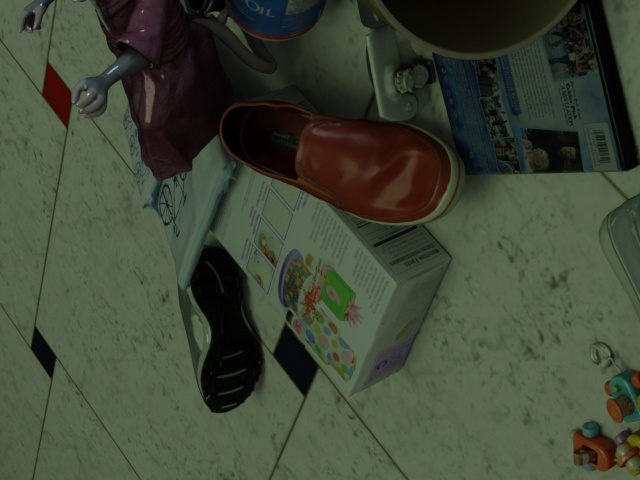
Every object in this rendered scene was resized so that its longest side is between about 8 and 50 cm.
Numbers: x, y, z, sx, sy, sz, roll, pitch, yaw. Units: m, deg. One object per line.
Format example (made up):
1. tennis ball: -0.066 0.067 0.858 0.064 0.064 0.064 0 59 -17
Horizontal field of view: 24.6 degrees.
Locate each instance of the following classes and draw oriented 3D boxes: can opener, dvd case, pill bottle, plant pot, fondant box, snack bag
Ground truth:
1. can opener: 0.065 -0.265 1.631 0.093 0.074 0.280 18 124 51
2. dvd case: 0.215 -0.157 1.530 0.253 0.022 0.180 2 111 55
3. pill bottle: -0.042 -0.327 1.653 0.124 0.124 0.221 57 163 14
4. plant pot: 0.097 -0.323 1.426 0.274 0.256 0.257 -145 41 -63
5. fondant box: 0.000 0.000 1.878 0.330 0.096 0.238 50 144 26
6. snack bag: -0.207 -0.139 2.051 0.323 0.037 0.343 116 142 -52

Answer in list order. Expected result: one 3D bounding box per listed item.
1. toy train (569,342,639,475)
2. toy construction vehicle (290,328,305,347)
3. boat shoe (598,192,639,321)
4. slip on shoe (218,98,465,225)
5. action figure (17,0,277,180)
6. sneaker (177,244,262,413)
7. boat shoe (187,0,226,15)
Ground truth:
1. toy train: 0.311 0.201 1.595 0.125 0.046 0.166 30 134 43
2. toy construction vehicle: 0.002 0.117 2.013 0.098 0.035 0.086 53 135 16
3. boat shoe: 0.352 0.055 1.411 0.228 0.079 0.081 60 152 16
4. slip on shoe: 0.017 -0.095 1.690 0.331 0.101 0.123 20 100 33
5. action figure: -0.187 -0.240 1.685 0.248 0.275 0.370 55 170 33
6. sneaker: -0.158 0.129 2.207 0.108 0.100 0.272 25 125 61
7. boat shoe: -0.148 -0.402 1.855 0.084 0.079 0.233 22 126 50
